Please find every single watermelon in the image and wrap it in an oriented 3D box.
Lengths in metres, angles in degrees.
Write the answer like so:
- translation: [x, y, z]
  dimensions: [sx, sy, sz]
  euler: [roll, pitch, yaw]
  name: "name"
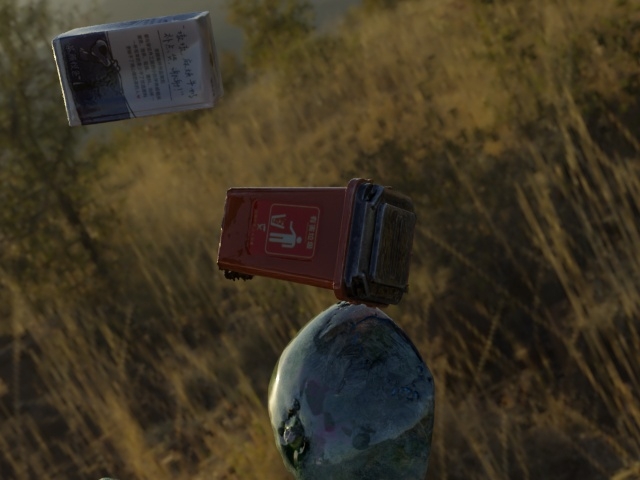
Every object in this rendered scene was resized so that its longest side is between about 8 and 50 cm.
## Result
- translation: [0.027, 0.209, 1.633]
  dimensions: [0.175, 0.188, 0.322]
  euler: [-18, 49, -26]
  name: "watermelon"

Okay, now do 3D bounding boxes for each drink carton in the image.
- translation: [-0.262, -0.252, 1.787]
  dimensions: [0.222, 0.134, 0.102]
  euler: [-6, 16, 10]
  name: "drink carton"

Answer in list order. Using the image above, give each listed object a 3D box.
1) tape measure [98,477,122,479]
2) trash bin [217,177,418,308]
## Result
- translation: [-0.151, 0.266, 1.028]
  dimensions: [0.087, 0.177, 0.154]
  euler: [-58, 34, 2]
  name: "tape measure"
- translation: [0.000, 0.000, 1.620]
  dimensions: [0.239, 0.161, 0.184]
  euler: [6, -4, 30]
  name: "trash bin"
